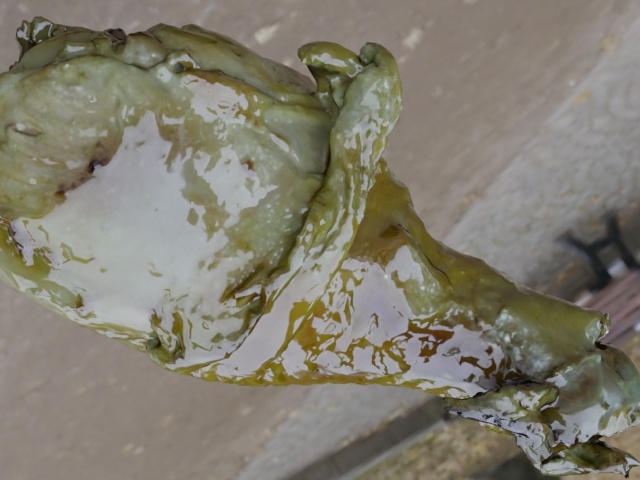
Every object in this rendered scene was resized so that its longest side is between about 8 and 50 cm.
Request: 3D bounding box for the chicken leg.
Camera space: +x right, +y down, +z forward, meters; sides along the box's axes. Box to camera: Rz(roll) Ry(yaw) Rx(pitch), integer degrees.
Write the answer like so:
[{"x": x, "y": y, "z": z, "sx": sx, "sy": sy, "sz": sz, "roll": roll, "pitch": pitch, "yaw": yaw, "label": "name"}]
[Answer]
[{"x": 0.000, "y": 0.000, "z": 0.380, "sx": 0.088, "sy": 0.227, "sz": 0.103, "roll": 116, "pitch": -7, "yaw": -68, "label": "chicken leg"}]
